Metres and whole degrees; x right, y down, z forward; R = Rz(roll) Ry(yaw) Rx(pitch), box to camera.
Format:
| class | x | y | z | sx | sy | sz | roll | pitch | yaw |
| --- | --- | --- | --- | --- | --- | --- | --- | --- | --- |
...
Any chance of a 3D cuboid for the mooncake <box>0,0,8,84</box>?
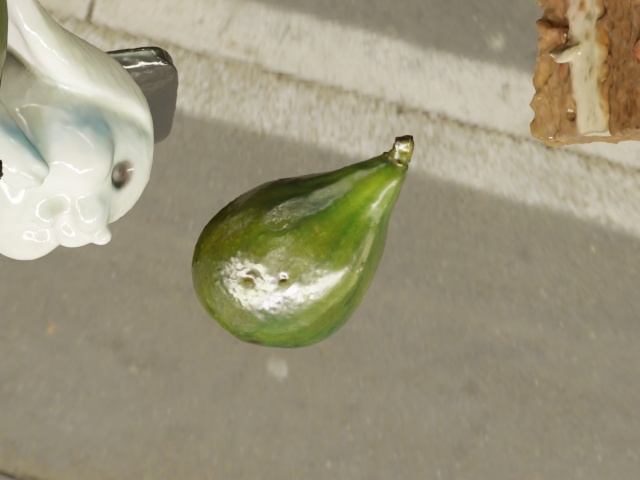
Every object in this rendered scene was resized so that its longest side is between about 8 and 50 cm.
| class | x | y | z | sx | sy | sz | roll | pitch | yaw |
| --- | --- | --- | --- | --- | --- | --- | --- | --- | --- |
| mooncake | -0.360 | -0.137 | 0.984 | 0.351 | 0.187 | 0.351 | -12 | 107 | -41 |

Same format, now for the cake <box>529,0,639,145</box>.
| class | x | y | z | sx | sy | sz | roll | pitch | yaw |
| --- | --- | --- | --- | --- | --- | --- | --- | --- | --- |
| cake | 0.322 | -0.201 | 1.274 | 0.282 | 0.290 | 0.255 | -2 | 86 | -17 |

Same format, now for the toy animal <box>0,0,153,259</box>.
| class | x | y | z | sx | sy | sz | roll | pitch | yaw |
| --- | --- | --- | --- | --- | --- | --- | --- | --- | --- |
| toy animal | -0.277 | -0.085 | 1.305 | 0.249 | 0.174 | 0.289 | -25 | 141 | 19 |

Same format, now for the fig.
| class | x | y | z | sx | sy | sz | roll | pitch | yaw |
| --- | --- | --- | --- | --- | --- | --- | --- | --- | --- |
| fig | 0.000 | 0.000 | 1.077 | 0.177 | 0.117 | 0.117 | -34 | 106 | 32 |

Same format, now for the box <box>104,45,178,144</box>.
| class | x | y | z | sx | sy | sz | roll | pitch | yaw |
| --- | --- | --- | --- | --- | --- | --- | --- | --- | --- |
| box | -0.242 | -0.130 | 1.711 | 0.201 | 0.212 | 0.042 | -11 | 70 | -15 |

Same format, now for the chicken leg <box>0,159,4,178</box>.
| class | x | y | z | sx | sy | sz | roll | pitch | yaw |
| --- | --- | --- | --- | --- | --- | --- | --- | --- | --- |
| chicken leg | -0.230 | -0.054 | 0.719 | 0.105 | 0.234 | 0.063 | 12 | 90 | 34 |
